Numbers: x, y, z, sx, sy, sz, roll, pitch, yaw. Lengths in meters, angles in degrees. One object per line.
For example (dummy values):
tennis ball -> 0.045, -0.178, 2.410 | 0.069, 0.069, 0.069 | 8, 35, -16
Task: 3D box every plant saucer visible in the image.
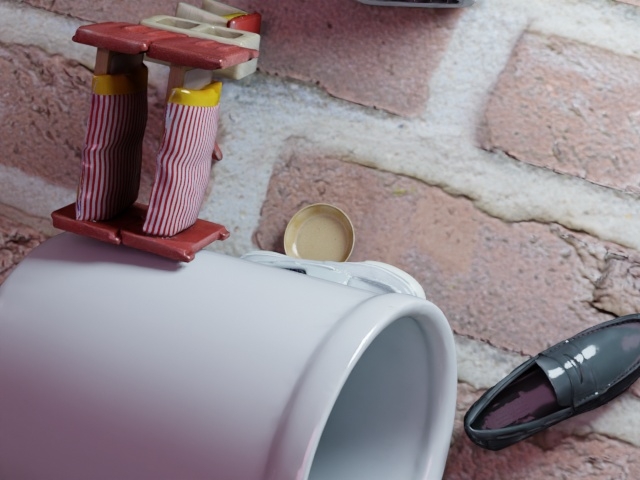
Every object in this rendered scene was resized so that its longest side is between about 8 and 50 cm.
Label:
plant saucer -> 0.000, 0.000, 1.403 | 0.083, 0.015, 0.083 | -3, 79, 16

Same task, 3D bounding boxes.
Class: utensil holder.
utensil holder -> -0.107, 0.173, 1.223 | 0.385, 0.327, 0.327 | 13, 82, 27

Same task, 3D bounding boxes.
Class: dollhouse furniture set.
dollhouse furniture set -> -0.128, -0.131, 1.316 | 0.152, 0.374, 0.201 | 14, 108, 12

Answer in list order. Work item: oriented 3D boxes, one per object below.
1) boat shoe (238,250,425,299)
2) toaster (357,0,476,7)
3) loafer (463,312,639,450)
boat shoe -> -0.003, 0.061, 1.346 | 0.227, 0.081, 0.079 | 9, 105, 21
toaster -> 0.107, -0.345, 1.387 | 0.227, 0.129, 0.146 | 5, 84, 16
loafer -> 0.246, 0.145, 1.263 | 0.223, 0.078, 0.076 | -32, 72, 8
